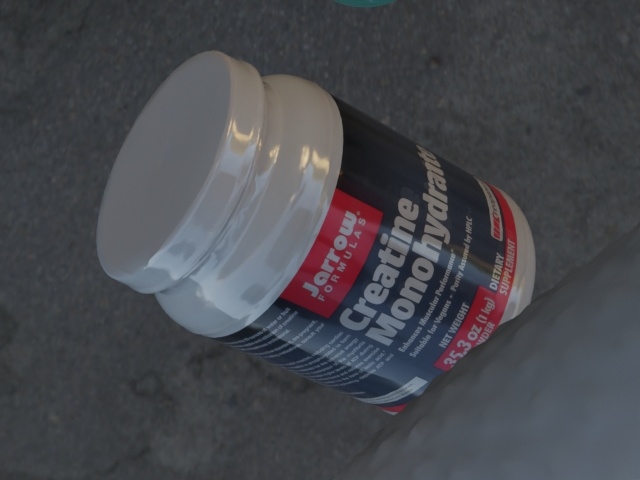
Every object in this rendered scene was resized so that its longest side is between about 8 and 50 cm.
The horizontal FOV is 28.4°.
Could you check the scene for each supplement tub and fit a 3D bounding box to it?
[{"bbox_3d":[0.000,0.000,0.905,0.272,0.191,0.191,26,123,-29],"label":"supplement tub"}]

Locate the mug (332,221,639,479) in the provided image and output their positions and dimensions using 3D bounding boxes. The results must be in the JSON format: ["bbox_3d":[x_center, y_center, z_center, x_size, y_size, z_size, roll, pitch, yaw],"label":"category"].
[{"bbox_3d":[0.144,0.164,0.526,0.328,0.374,0.276,-39,74,20],"label":"mug"}]

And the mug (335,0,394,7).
[{"bbox_3d":[0.046,-0.281,1.111,0.129,0.158,0.097,18,159,22],"label":"mug"}]
